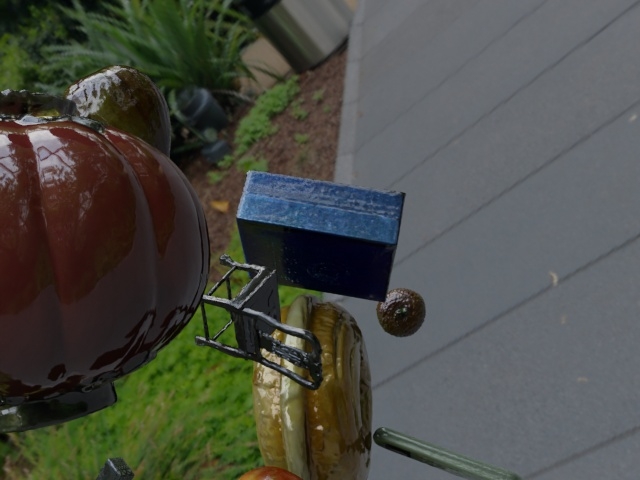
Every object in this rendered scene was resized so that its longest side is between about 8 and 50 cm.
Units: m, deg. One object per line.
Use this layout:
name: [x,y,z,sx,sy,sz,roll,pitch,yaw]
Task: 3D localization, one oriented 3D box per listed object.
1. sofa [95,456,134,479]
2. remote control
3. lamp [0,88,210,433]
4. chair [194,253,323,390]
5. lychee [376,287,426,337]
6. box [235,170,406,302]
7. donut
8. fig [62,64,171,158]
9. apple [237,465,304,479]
sofa: [-0.434,0.509,1.542,0.060,0.039,0.118,38,104,34]
remote control: [0.253,0.440,1.502,0.090,0.309,0.038,75,-145,-63]
lamp: [-0.241,0.017,0.612,0.303,0.303,0.257,-12,87,55]
chair: [-0.073,0.118,1.085,0.229,0.106,0.113,16,39,25]
lychee: [0.183,0.161,1.694,0.114,0.114,0.146,-48,-8,5]
box: [0.000,0.000,1.378,0.261,0.278,0.116,89,-168,-64]
donut: [-0.005,0.319,1.475,0.198,0.449,0.449,-4,39,10]
fig: [-0.352,-0.167,1.427,0.217,0.321,0.217,-35,-7,-5]
apple: [-0.071,0.418,1.107,0.163,0.139,0.163,-43,19,19]
